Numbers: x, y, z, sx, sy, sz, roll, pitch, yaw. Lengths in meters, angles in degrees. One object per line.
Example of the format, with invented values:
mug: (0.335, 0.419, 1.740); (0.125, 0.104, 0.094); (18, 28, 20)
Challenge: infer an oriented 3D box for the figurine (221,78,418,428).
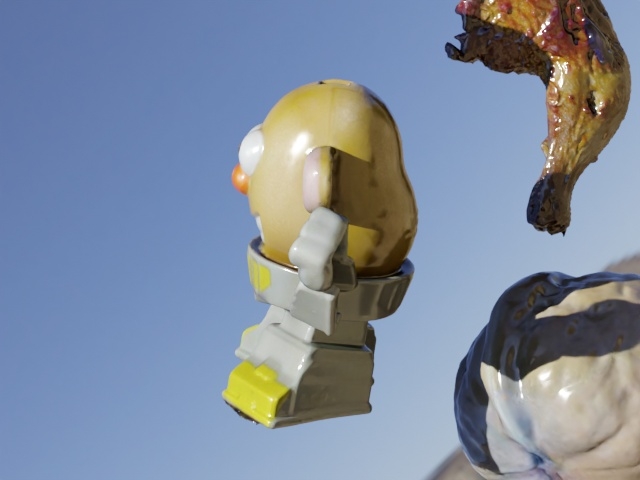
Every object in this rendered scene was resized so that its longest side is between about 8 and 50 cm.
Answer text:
figurine: (0.001, 0.000, 1.483); (0.342, 0.167, 0.285); (-131, 48, -64)

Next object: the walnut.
walnut: (0.248, 0.143, 1.602); (0.248, 0.248, 0.248); (-42, -11, -10)

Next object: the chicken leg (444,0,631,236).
chicken leg: (0.223, -0.174, 1.671); (0.177, 0.322, 0.083); (-28, 7, -15)
